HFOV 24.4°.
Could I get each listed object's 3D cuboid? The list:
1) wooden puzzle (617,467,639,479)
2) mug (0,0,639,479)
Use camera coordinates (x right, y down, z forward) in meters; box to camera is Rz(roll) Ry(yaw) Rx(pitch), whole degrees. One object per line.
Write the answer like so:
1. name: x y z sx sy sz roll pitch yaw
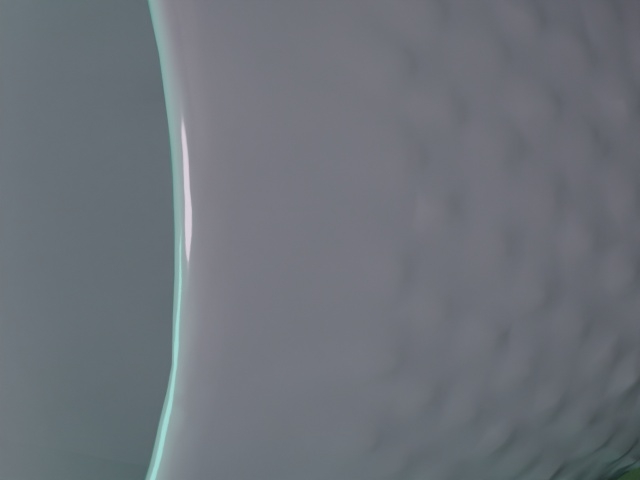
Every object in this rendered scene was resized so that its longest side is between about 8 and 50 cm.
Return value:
1. wooden puzzle: 0.110 0.183 0.803 0.080 0.322 0.348 47 172 -16
2. mug: 0.000 0.000 0.572 0.374 0.328 0.276 -47 57 46
